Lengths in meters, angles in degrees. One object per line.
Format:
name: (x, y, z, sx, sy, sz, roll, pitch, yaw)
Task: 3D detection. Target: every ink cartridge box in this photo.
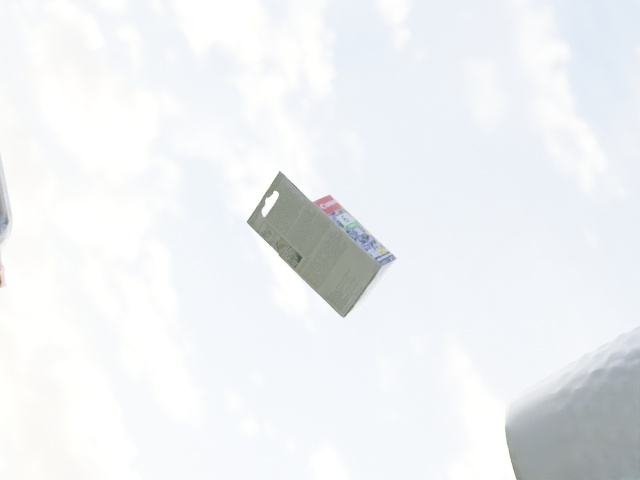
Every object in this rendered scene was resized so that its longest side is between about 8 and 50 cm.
ink cartridge box: (0.000, 0.000, 1.427, 0.115, 0.029, 0.063, 44, -57, 14)

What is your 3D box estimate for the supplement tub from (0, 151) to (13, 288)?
supplement tub: (-0.264, -0.053, 1.148, 0.117, 0.117, 0.190, -12, -91, 66)

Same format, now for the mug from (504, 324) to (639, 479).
mug: (0.343, 0.171, 1.427, 0.276, 0.328, 0.374, 63, 18, 13)
